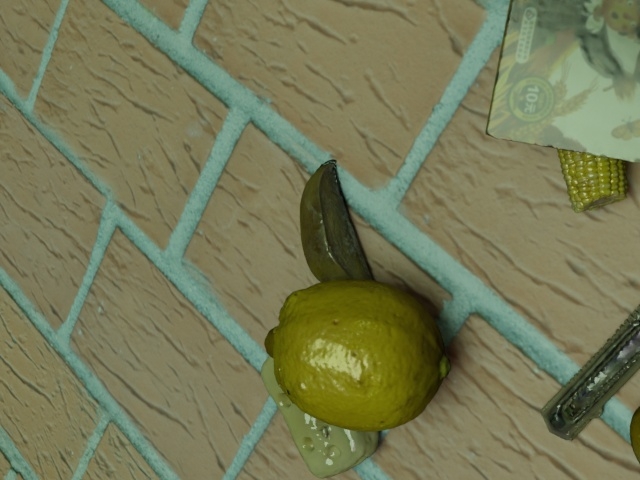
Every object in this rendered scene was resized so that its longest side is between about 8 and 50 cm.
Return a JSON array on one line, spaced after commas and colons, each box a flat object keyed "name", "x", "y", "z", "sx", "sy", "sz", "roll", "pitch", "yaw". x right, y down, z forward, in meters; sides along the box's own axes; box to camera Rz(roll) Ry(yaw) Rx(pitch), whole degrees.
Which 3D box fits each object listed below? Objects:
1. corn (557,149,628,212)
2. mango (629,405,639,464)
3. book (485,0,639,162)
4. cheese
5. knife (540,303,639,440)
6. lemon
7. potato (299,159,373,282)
[{"name": "corn", "x": 0.372, "y": -0.164, "z": 1.170, "sx": 0.093, "sy": 0.093, "sz": 0.244, "roll": -13, "pitch": 89, "yaw": 36}, {"name": "mango", "x": 0.563, "y": 0.268, "z": 1.032, "sx": 0.383, "sy": 0.198, "sz": 0.222, "roll": 1, "pitch": 102, "yaw": 49}, {"name": "book", "x": 0.449, "y": -0.245, "z": 1.064, "sx": 0.427, "sy": 0.039, "sz": 0.300, "roll": 12, "pitch": 98, "yaw": 20}, {"name": "cheese", "x": -0.005, "y": 0.295, "z": 1.506, "sx": 0.159, "sy": 0.093, "sz": 0.263, "roll": -35, "pitch": 75, "yaw": 32}, {"name": "knife", "x": 0.446, "y": 0.167, "z": 1.191, "sx": 0.089, "sy": 0.043, "sz": 0.365, "roll": 48, "pitch": 121, "yaw": 22}, {"name": "lemon", "x": 0.055, "y": 0.183, "z": 1.344, "sx": 0.319, "sy": 0.245, "sz": 0.246, "roll": 6, "pitch": 100, "yaw": 19}, {"name": "potato", "x": -0.002, "y": -0.002, "z": 1.458, "sx": 0.120, "sy": 0.100, "sz": 0.261, "roll": -25, "pitch": 81, "yaw": 35}]
